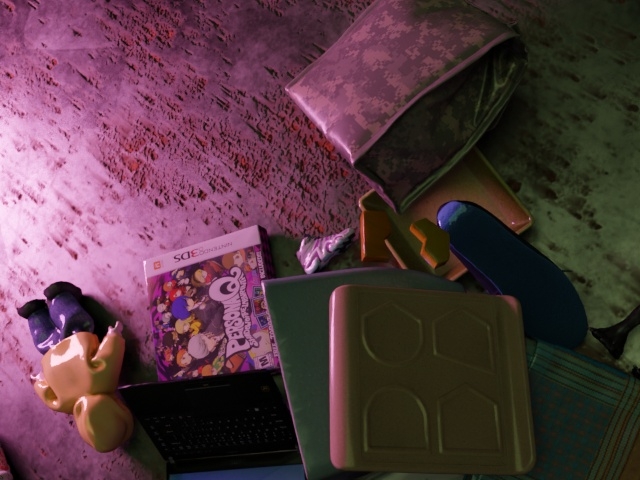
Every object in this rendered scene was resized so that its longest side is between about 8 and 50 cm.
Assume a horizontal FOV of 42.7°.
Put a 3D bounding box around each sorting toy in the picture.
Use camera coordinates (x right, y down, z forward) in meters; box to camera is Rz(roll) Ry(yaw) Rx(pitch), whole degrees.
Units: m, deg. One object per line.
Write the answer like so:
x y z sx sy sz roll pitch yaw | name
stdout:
0.123 0.116 0.958 0.229 0.041 0.307 3 66 -7 | sorting toy

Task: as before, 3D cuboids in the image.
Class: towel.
0.360 0.302 0.963 0.370 0.040 0.271 23 85 2 | towel

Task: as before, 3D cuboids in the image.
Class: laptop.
-0.148 0.327 1.154 0.234 0.264 0.136 -9 36 17 | laptop

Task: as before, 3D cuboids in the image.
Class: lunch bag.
0.131 -0.223 1.161 0.287 0.169 0.235 -44 45 6 | lunch bag

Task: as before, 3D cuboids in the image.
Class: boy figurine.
-0.374 0.199 1.297 0.177 0.092 0.285 -37 67 7 | boy figurine

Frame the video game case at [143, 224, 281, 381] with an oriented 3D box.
-0.164 0.113 1.271 0.210 0.042 0.232 -16 71 16 | video game case

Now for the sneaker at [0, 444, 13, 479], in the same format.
-0.612 0.434 1.318 0.270 0.090 0.145 -42 64 2 | sneaker

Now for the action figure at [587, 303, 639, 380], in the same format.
0.478 0.065 1.002 0.276 0.141 0.164 -44 64 8 | action figure

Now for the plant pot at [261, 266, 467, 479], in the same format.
0.081 0.167 1.067 0.252 0.247 0.247 -14 70 -2 | plant pot

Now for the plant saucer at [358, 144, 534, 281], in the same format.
0.181 -0.037 1.186 0.188 0.045 0.188 -37 66 7 | plant saucer

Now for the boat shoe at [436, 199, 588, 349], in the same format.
0.259 0.035 1.088 0.109 0.089 0.258 -38 99 6 | boat shoe

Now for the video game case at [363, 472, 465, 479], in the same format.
0.140 0.444 1.020 0.300 0.036 0.329 -31 87 10 | video game case

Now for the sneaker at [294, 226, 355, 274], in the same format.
0.000 0.000 1.245 0.098 0.038 0.069 -42 67 4 | sneaker
